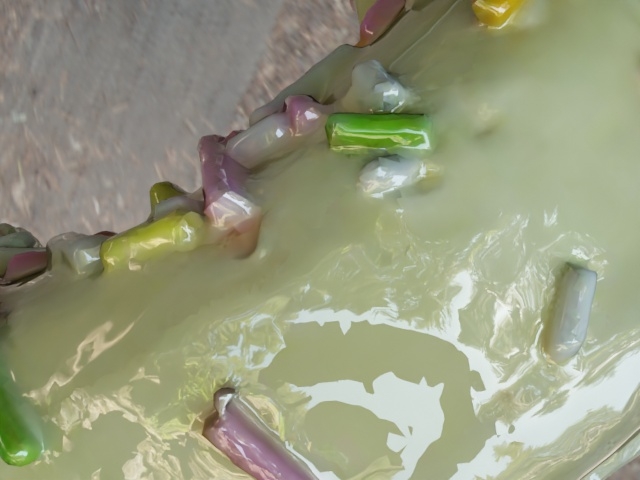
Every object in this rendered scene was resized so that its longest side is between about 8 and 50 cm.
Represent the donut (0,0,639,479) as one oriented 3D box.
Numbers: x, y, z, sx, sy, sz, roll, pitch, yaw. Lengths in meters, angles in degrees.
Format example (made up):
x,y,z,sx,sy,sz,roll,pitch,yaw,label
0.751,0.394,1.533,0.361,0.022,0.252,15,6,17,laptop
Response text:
x,y,z,sx,sy,sz,roll,pitch,yaw,label
-0.004,0.006,0.614,0.371,0.307,0.150,-37,110,-6,donut
